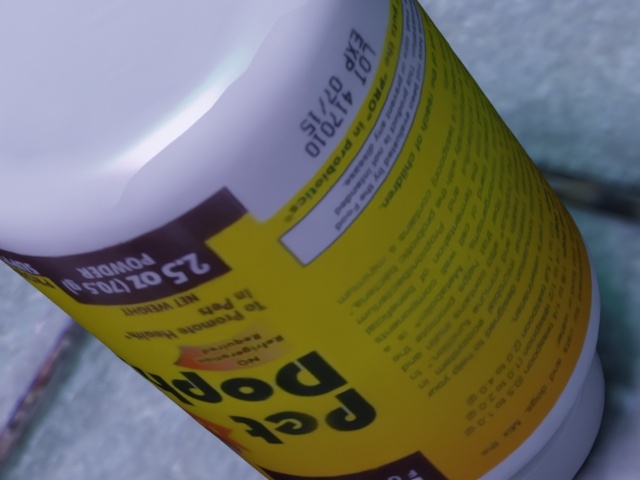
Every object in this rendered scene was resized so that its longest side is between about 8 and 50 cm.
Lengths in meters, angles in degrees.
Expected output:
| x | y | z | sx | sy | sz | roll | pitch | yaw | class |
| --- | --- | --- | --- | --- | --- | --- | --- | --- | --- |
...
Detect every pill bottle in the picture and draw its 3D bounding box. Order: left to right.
| x | y | z | sx | sy | sz | roll | pitch | yaw | class |
| --- | --- | --- | --- | --- | --- | --- | --- | --- | --- |
| 0.000 | 0.000 | 0.451 | 0.117 | 0.215 | 0.117 | -18 | 51 | 23 | pill bottle |
